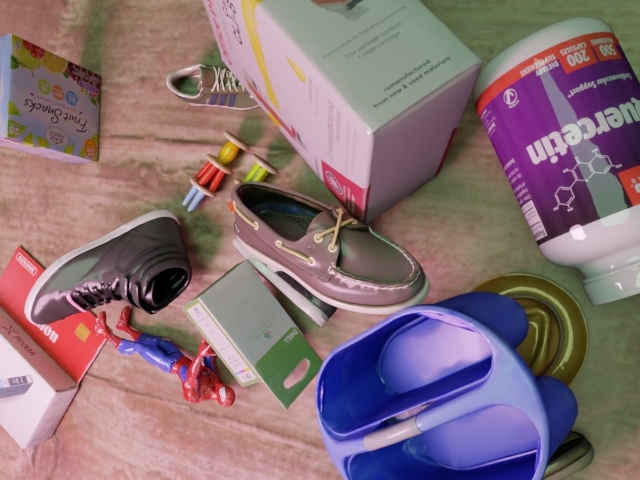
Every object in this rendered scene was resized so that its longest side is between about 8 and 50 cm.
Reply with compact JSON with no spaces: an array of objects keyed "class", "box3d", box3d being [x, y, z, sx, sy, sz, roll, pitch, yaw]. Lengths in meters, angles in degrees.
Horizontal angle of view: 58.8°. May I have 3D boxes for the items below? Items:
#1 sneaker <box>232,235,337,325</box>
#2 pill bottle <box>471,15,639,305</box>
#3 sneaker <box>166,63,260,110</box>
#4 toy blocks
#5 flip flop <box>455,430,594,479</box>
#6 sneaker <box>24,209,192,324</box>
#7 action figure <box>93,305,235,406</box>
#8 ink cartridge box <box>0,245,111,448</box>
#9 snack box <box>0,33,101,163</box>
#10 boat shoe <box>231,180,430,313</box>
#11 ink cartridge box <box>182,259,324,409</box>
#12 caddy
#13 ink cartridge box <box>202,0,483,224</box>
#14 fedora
[{"class":"sneaker","box3d":[-0.032,0.028,0.896,0.217,0.079,0.121,38,80,29]},{"class":"pill bottle","box3d":[0.327,-0.093,0.700,0.181,0.181,0.323,-25,78,18]},{"class":"sneaker","box3d":[-0.170,-0.260,0.951,0.192,0.086,0.064,3,87,21]},{"class":"toy blocks","box3d":[-0.158,-0.091,0.953,0.123,0.054,0.148,41,101,19]},{"class":"flip flop","box3d":[0.240,0.346,0.755,0.277,0.112,0.080,-32,90,11]},{"class":"sneaker","box3d":[-0.343,0.077,0.933,0.296,0.104,0.147,-33,53,-7]},{"class":"action figure","box3d":[-0.242,0.167,0.946,0.280,0.091,0.139,30,107,20]},{"class":"ink cartridge box","box3d":[-0.575,0.196,1.089,0.296,0.066,0.261,35,100,19]},{"class":"snack box","box3d":[-0.488,-0.239,1.007,0.070,0.207,0.174,-1,85,21]},{"class":"boat shoe","box3d":[0.000,0.000,0.786,0.324,0.096,0.116,24,55,35]},{"class":"ink cartridge box","box3d":[-0.099,0.147,0.867,0.209,0.109,0.062,53,137,-4]},{"class":"caddy","box3d":[0.134,0.208,0.703,0.341,0.179,0.241,-40,73,41]},{"class":"ink cartridge box","box3d":[0.002,-0.244,0.766,0.160,0.279,0.384,-35,73,-10]},{"class":"fedora","box3d":[0.261,0.137,0.765,0.194,0.079,0.194,-2,85,20]}]
